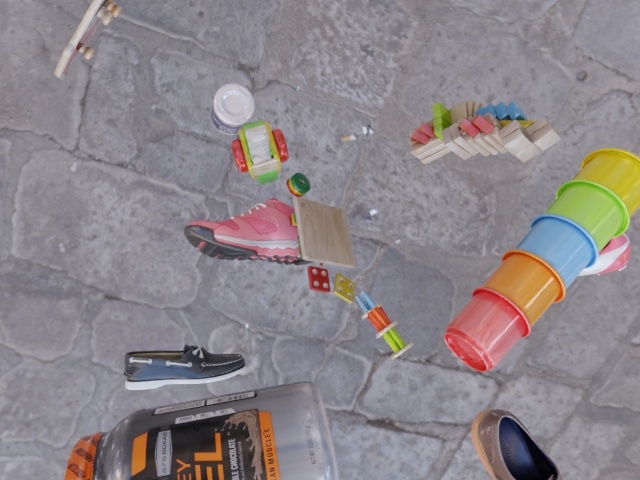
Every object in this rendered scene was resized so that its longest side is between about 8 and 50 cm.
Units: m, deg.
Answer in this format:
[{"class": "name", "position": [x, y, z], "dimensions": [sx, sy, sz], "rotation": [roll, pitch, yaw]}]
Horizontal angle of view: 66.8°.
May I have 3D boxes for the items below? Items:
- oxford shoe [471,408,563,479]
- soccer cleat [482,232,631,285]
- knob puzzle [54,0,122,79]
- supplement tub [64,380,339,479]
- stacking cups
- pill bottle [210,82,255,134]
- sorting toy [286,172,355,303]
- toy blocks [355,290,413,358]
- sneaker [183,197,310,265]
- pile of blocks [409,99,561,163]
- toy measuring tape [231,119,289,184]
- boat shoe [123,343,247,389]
[{"class": "oxford shoe", "position": [0.411, 0.496, 0.908], "dimensions": [0.129, 0.364, 0.133], "rotation": [-27, 159, -9]}, {"class": "soccer cleat", "position": [0.385, 0.039, 0.822], "dimensions": [0.247, 0.083, 0.095], "rotation": [-22, 131, 27]}, {"class": "knob puzzle", "position": [-0.341, -0.312, 0.731], "dimensions": [0.030, 0.213, 0.213], "rotation": [33, 109, -29]}, {"class": "supplement tub", "position": [-0.152, 0.326, 0.677], "dimensions": [0.337, 0.207, 0.207], "rotation": [-8, 119, -9]}, {"class": "stacking cups", "position": [0.262, 0.015, 0.569], "dimensions": [0.316, 0.096, 0.096], "rotation": [-39, 120, -17]}, {"class": "pill bottle", "position": [-0.215, -0.307, 1.166], "dimensions": [0.094, 0.169, 0.094], "rotation": [0, 90, -15]}, {"class": "sorting toy", "position": [0.000, 0.000, 0.982], "dimensions": [0.132, 0.275, 0.046], "rotation": [12, 147, -39]}, {"class": "toy blocks", "position": [0.121, 0.163, 0.980], "dimensions": [0.054, 0.123, 0.148], "rotation": [-36, 76, -2]}, {"class": "sneaker", "position": [-0.134, -0.027, 1.031], "dimensions": [0.313, 0.115, 0.136], "rotation": [8, 74, -30]}, {"class": "pile of blocks", "position": [0.328, -0.258, 1.061], "dimensions": [0.112, 0.362, 0.149], "rotation": [22, 83, -39]}, {"class": "toy measuring tape", "position": [-0.122, -0.193, 0.932], "dimensions": [0.121, 0.330, 0.122], "rotation": [0, 84, -2]}, {"class": "boat shoe", "position": [-0.339, 0.308, 1.220], "dimensions": [0.302, 0.114, 0.091], "rotation": [-5, 90, -12]}]
